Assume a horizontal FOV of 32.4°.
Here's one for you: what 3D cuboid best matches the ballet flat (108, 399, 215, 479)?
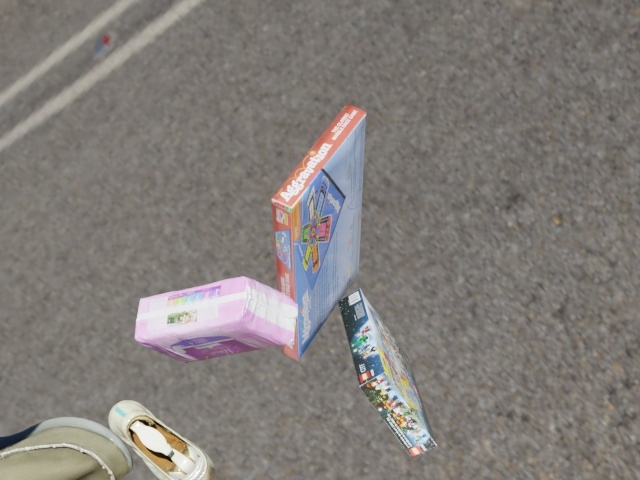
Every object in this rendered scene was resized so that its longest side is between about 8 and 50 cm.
[{"bbox_3d":[-0.174,0.242,1.250,0.057,0.168,0.052,-54,32,-12],"label":"ballet flat"}]

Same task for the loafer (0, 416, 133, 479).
[{"bbox_3d":[-0.312,0.253,1.154,0.251,0.094,0.087,-13,32,21],"label":"loafer"}]

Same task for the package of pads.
[{"bbox_3d":[-0.059,0.046,0.630,0.083,0.050,0.032,-14,60,32],"label":"package of pads"}]

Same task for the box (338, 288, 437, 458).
[{"bbox_3d":[0.097,0.195,1.655,0.044,0.159,0.233,-30,27,8],"label":"box"}]

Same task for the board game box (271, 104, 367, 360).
[{"bbox_3d":[0.000,0.000,1.180,0.027,0.281,0.145,24,57,17],"label":"board game box"}]
